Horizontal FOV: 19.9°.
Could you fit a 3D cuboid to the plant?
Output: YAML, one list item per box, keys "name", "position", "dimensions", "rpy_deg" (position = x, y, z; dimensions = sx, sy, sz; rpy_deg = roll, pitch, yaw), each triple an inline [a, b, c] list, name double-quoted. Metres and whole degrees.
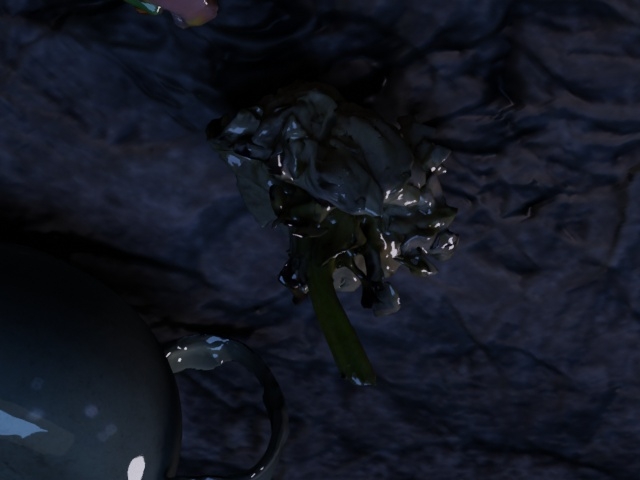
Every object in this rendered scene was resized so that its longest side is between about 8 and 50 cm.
- name: "plant"
  position: [0.000, 0.000, 0.778]
  dimensions: [0.116, 0.122, 0.104]
  rpy_deg: [24, 147, -28]

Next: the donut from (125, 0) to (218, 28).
- name: "donut"
  position: [0.002, -0.171, 0.607]
  dimensions: [0.232, 0.085, 0.199]
  rpy_deg: [-4, 138, 12]

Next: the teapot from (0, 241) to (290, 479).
- name: "teapot"
  position: [-0.161, 0.078, 0.878]
  dimensions: [0.294, 0.129, 0.193]
  rpy_deg: [5, 138, -1]
